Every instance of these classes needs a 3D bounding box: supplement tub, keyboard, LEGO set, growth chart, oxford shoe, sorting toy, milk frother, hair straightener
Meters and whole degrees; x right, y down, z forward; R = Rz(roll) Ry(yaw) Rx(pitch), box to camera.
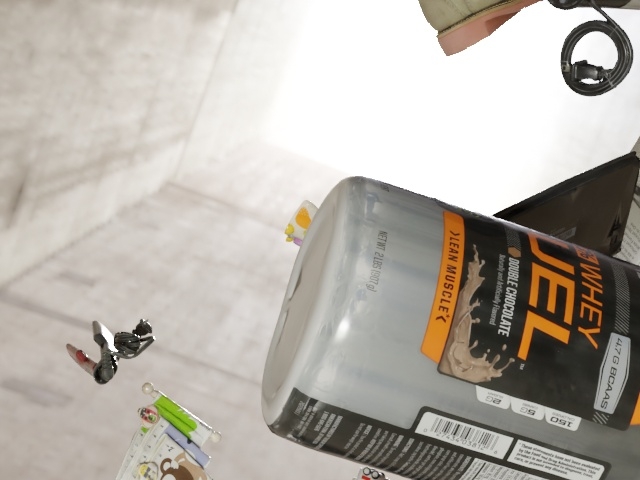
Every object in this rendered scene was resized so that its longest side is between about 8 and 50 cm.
[{"bbox_3d":[0.141,0.094,1.134,0.338,0.207,0.207,18,-172,-9],"label":"supplement tub"},{"bbox_3d":[0.225,0.028,1.530,0.033,0.202,0.317,25,-151,32],"label":"keyboard"},{"bbox_3d":[0.154,0.381,2.160,0.182,0.060,0.244,24,174,-20],"label":"LEGO set"},{"bbox_3d":[-0.208,0.329,2.001,0.021,0.237,0.172,-9,145,46],"label":"growth chart"},{"bbox_3d":[0.255,-0.378,1.952,0.146,0.397,0.140,54,-134,-5],"label":"oxford shoe"},{"bbox_3d":[0.000,0.000,1.736,0.075,0.045,0.083,37,171,9],"label":"sorting toy"},{"bbox_3d":[0.269,-0.204,1.313,0.134,0.143,0.129,-2,-152,-29],"label":"milk frother"},{"bbox_3d":[-0.225,0.108,1.634,0.047,0.089,0.230,49,170,-7],"label":"hair straightener"}]

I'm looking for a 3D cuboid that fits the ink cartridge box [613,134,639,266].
[{"bbox_3d":[0.492,-0.047,1.913,0.223,0.307,0.129,12,-153,-31],"label":"ink cartridge box"}]
